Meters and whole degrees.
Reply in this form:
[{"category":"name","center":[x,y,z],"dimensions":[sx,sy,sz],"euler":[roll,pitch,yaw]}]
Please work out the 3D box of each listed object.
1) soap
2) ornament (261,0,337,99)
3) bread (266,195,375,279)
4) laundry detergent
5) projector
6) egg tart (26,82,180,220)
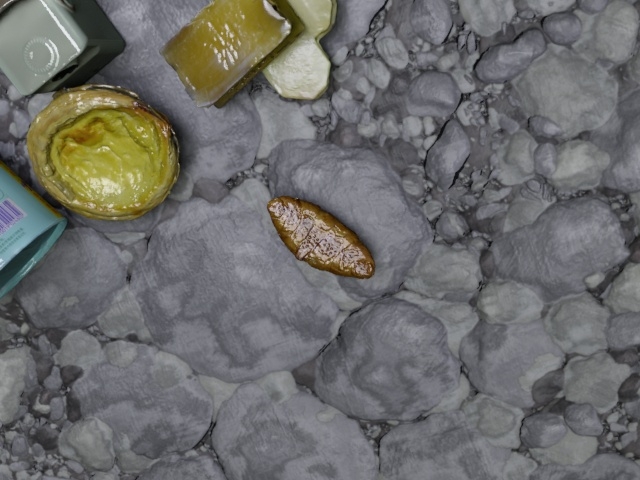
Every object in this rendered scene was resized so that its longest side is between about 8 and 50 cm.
[{"category":"soap","center":[-0.153,-0.340,1.338],"dimensions":[0.233,0.076,0.135],"euler":[-35,91,29]},{"category":"ornament","center":[-0.064,-0.351,1.366],"dimensions":[0.180,0.059,0.201],"euler":[8,108,10]},{"category":"bread","center":[0.000,0.000,1.442],"dimensions":[0.233,0.076,0.105],"euler":[34,94,4]},{"category":"laundry detergent","center":[-0.667,-0.039,1.400],"dimensions":[0.305,0.287,0.287],"euler":[44,105,-6]},{"category":"projector","center":[-0.464,-0.353,1.315],"dimensions":[0.163,0.242,0.177],"euler":[-35,97,12]},{"category":"egg tart","center":[-0.385,-0.162,1.413],"dimensions":[0.279,0.095,0.279],"euler":[-1,124,-1]}]
